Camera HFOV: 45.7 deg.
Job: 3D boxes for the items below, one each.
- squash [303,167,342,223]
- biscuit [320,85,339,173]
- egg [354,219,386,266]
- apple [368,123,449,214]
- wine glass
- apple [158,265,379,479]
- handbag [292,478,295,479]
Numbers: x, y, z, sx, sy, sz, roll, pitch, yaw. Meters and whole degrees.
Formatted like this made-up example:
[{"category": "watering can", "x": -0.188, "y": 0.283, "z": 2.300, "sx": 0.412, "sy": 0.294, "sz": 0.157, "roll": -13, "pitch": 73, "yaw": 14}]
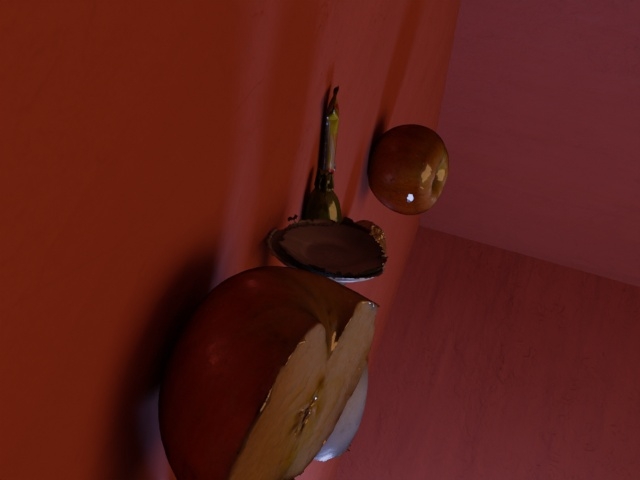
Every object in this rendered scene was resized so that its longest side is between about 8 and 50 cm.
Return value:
[{"category": "squash", "x": 0.000, "y": 0.000, "z": 1.252, "sx": 0.066, "sy": 0.066, "sz": 0.252, "roll": -62, "pitch": 163, "yaw": -47}, {"category": "biscuit", "x": 0.011, "y": -0.120, "z": 1.243, "sx": 0.292, "sy": 0.026, "sz": 0.048, "roll": 95, "pitch": -4, "yaw": -48}, {"category": "egg", "x": 0.089, "y": 0.025, "z": 1.618, "sx": 0.118, "sy": 0.116, "sz": 0.140, "roll": -14, "pitch": 123, "yaw": -45}, {"category": "apple", "x": 0.197, "y": -0.167, "z": 1.758, "sx": 0.210, "sy": 0.173, "sz": 0.235, "roll": -65, "pitch": 158, "yaw": -21}, {"category": "wine glass", "x": -0.010, "y": 0.152, "z": 1.107, "sx": 0.190, "sy": 0.191, "sz": 0.356, "roll": -55, "pitch": 160, "yaw": -60}, {"category": "apple", "x": -0.076, "y": 0.146, "z": 0.817, "sx": 0.293, "sy": 0.163, "sz": 0.251, "roll": -10, "pitch": 124, "yaw": -63}, {"category": "handbag", "x": -0.122, "y": 0.614, "z": 1.502, "sx": 0.244, "sy": 0.088, "sz": 0.275, "roll": 91, "pitch": 22, "yaw": -47}]
